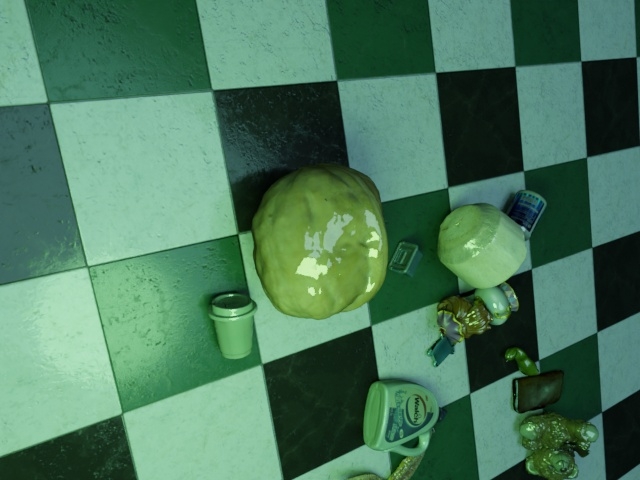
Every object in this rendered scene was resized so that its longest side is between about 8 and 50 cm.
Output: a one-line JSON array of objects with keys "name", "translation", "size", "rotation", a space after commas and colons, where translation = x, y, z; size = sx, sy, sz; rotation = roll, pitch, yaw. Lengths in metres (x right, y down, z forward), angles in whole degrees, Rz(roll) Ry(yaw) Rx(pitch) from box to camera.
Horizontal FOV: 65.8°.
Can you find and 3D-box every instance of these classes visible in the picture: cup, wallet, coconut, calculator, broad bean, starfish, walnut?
[{"name": "cup", "translation": [-0.212, 0.211, 1.208], "size": [0.120, 0.120, 0.141], "rotation": [-8, 107, -28]}, {"name": "wallet", "translation": [0.804, 0.562, 1.833], "size": [0.255, 0.031, 0.137], "rotation": [0, 95, -28]}, {"name": "coconut", "translation": [0.497, 0.021, 1.506], "size": [0.265, 0.237, 0.237], "rotation": [36, 77, -20]}, {"name": "calculator", "translation": [0.401, 0.342, 1.601], "size": [0.141, 0.019, 0.094], "rotation": [-39, 112, -21]}, {"name": "broad bean", "translation": [0.728, 0.437, 1.770], "size": [0.213, 0.048, 0.070], "rotation": [33, 73, -28]}, {"name": "starfish", "translation": [0.263, 0.785, 1.507], "size": [0.383, 0.132, 0.398], "rotation": [-28, 91, -33]}, {"name": "walnut", "translation": [0.000, 0.000, 1.187], "size": [0.381, 0.381, 0.382], "rotation": [-3, 96, -28]}]

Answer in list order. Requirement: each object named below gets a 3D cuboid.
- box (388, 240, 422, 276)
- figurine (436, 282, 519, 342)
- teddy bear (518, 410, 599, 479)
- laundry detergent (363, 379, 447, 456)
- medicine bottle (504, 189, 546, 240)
[{"name": "box", "translation": [0.256, 0.059, 1.471], "size": [0.054, 0.074, 0.099], "rotation": [36, 77, -40]}, {"name": "figurine", "translation": [0.477, 0.224, 1.542], "size": [0.263, 0.189, 0.142], "rotation": [-21, 101, -9]}, {"name": "teddy bear", "translation": [0.852, 0.758, 1.808], "size": [0.266, 0.156, 0.256], "rotation": [2, 93, 11]}, {"name": "laundry detergent", "translation": [0.269, 0.537, 1.493], "size": [0.280, 0.105, 0.215], "rotation": [18, 74, -30]}, {"name": "medicine bottle", "translation": [0.670, -0.067, 1.660], "size": [0.107, 0.107, 0.192], "rotation": [38, 77, -26]}]
